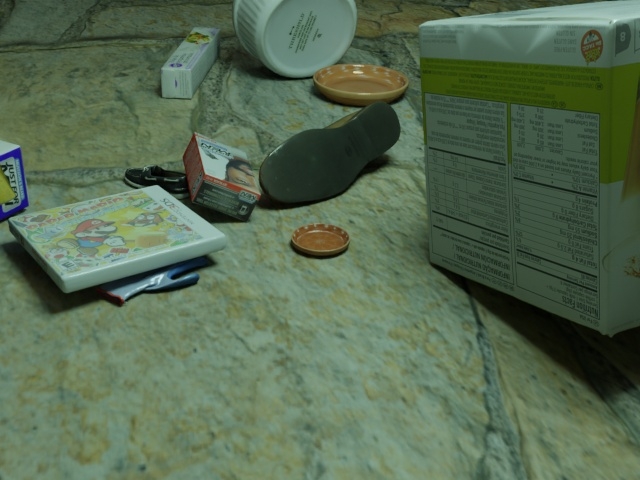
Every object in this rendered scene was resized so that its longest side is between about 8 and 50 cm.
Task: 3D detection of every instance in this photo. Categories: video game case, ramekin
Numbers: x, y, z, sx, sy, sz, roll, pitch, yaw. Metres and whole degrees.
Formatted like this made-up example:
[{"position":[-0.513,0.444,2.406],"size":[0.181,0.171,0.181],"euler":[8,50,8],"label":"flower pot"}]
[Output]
[{"position":[-0.276,-0.010,1.152],"size":[0.227,0.026,0.206],"euler":[-17,32,-32],"label":"video game case"},{"position":[-0.044,-0.473,1.827],"size":[0.273,0.273,0.127],"euler":[-10,43,-20],"label":"ramekin"}]

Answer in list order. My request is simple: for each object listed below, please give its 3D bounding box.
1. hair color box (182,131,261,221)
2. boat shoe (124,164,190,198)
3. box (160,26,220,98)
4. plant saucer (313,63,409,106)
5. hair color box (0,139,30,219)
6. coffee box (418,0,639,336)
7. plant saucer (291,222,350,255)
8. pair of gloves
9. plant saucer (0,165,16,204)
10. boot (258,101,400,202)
[{"position":[-0.154,-0.100,1.307],"size":[0.093,0.053,0.167],"euler":[20,23,-24],"label":"hair color box"},{"position":[-0.259,-0.100,1.346],"size":[0.125,0.038,0.046],"euler":[20,33,29],"label":"boat shoe"},{"position":[-0.276,-0.390,1.847],"size":[0.063,0.067,0.324],"euler":[3,30,4],"label":"box"},{"position":[0.083,-0.323,1.779],"size":[0.200,0.037,0.200],"euler":[2,29,-1],"label":"plant saucer"},{"position":[-0.591,-0.048,1.159],"size":[0.185,0.110,0.339],"euler":[16,33,26],"label":"hair color box"},{"position":[0.356,-0.118,1.055],"size":[0.337,0.334,0.338],"euler":[-13,18,-25],"label":"coffee box"},{"position":[0.000,0.000,1.209],"size":[0.083,0.013,0.083],"euler":[2,28,-1],"label":"plant saucer"},{"position":[-0.252,0.025,1.137],"size":[0.198,0.023,0.159],"euler":[22,35,33],"label":"pair of gloves"},{"position":[-0.597,-0.119,1.097],"size":[0.333,0.081,0.333],"euler":[-13,33,-25],"label":"plant saucer"},{"position":[-0.001,-0.134,1.401],"size":[0.305,0.112,0.115],"euler":[-32,13,-39],"label":"boot"}]
